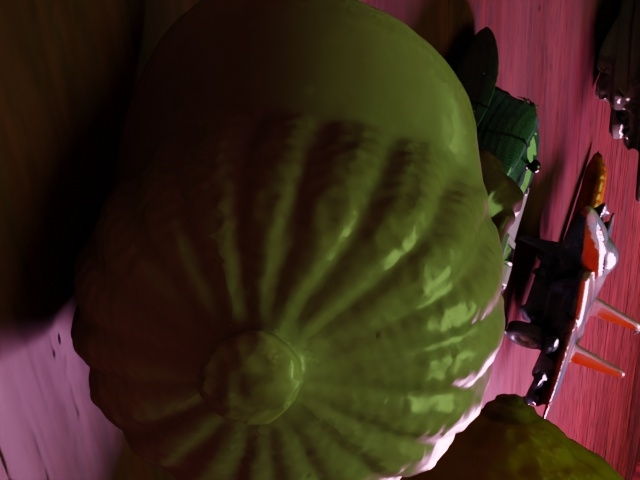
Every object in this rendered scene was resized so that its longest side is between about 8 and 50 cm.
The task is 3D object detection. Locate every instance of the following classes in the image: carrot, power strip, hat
[{"bbox_3d":[0.264,0.002,1.993,0.037,0.037,0.190,-1,106,-74],"label":"carrot"},{"bbox_3d":[0.296,-0.164,1.869,0.198,0.064,0.213,83,16,-53],"label":"power strip"},{"bbox_3d":[0.109,-0.050,1.325,0.138,0.078,0.191,72,39,-61],"label":"hat"}]

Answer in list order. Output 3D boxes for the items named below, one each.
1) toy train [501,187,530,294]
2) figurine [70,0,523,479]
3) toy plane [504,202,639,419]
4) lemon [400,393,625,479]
[{"bbox_3d":[0.114,0.050,1.515,0.043,0.047,0.207,42,65,-72],"label":"toy train"},{"bbox_3d":[0.010,0.029,0.890,0.332,0.185,0.204,41,32,-68],"label":"figurine"},{"bbox_3d":[0.229,0.038,1.794,0.326,0.104,0.223,66,43,-61],"label":"toy plane"},{"bbox_3d":[0.115,0.265,1.360,0.268,0.268,0.322,-44,146,-59],"label":"lemon"}]
